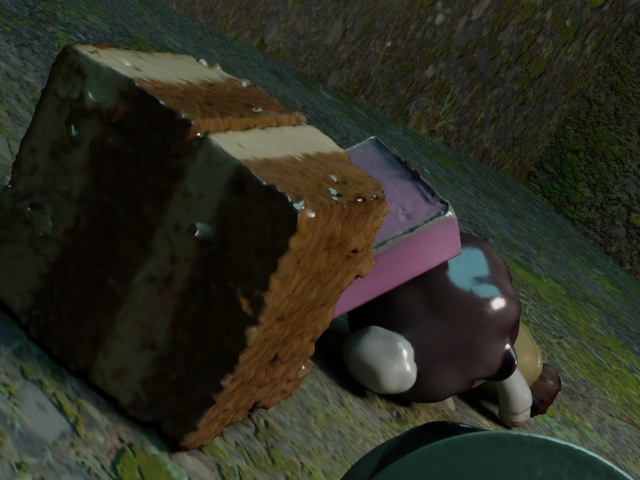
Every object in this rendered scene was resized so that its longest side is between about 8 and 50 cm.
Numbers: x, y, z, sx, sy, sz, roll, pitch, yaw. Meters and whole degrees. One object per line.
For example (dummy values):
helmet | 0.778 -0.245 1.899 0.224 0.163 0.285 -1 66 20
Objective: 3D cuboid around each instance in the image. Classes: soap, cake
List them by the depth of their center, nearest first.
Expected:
cake | -0.122 -0.007 1.053 0.290 0.256 0.282 32 16 13
soap | 0.000 0.001 1.305 0.181 0.259 0.081 46 -23 45

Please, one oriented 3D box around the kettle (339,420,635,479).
kettle | 0.089 0.238 0.682 0.205 0.265 0.318 8 -10 2

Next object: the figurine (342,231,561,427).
figurine | 0.161 0.126 1.454 0.365 0.206 0.218 53 18 -54
